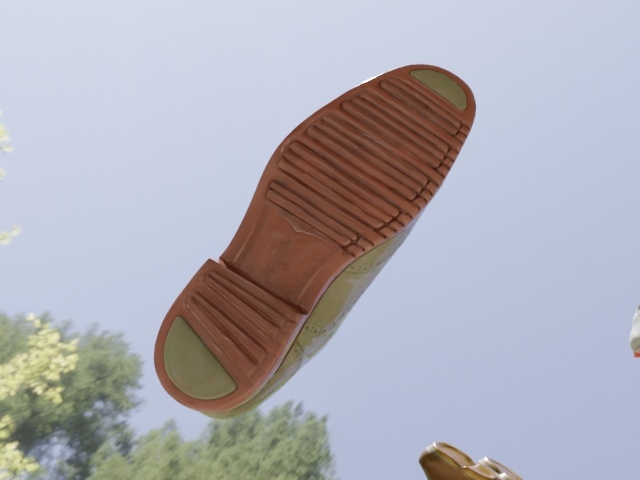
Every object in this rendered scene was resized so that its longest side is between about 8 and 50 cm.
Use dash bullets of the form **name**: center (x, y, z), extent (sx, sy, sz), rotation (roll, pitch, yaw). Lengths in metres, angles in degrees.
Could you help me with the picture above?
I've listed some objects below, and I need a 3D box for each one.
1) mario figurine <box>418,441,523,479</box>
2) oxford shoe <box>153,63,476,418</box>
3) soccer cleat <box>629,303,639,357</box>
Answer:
- **mario figurine**: center (0.075, 0.354, 1.108), extent (0.198, 0.170, 0.320), rotation (29, -88, -4)
- **oxford shoe**: center (0.000, 0.000, 1.025), extent (0.140, 0.146, 0.397), rotation (40, -100, 19)
- **soccer cleat**: center (0.424, 0.093, 1.295), extent (0.068, 0.196, 0.076), rotation (6, -105, -11)
